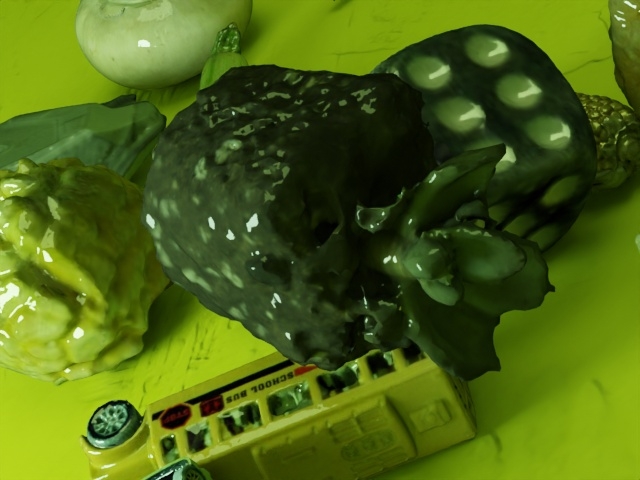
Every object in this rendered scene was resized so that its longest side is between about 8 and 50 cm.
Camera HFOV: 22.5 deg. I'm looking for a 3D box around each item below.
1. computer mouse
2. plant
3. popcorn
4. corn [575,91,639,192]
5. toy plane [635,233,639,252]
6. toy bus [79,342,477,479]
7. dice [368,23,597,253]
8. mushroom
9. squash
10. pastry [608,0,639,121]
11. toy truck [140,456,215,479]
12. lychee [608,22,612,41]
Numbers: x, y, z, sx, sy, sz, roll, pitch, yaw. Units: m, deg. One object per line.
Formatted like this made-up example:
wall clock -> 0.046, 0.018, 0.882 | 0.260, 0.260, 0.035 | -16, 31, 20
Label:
computer mouse -> -0.373, -0.046, 1.933 | 0.429, 0.145, 0.228 | -30, 22, -26
plant -> 0.024, -0.009, 1.283 | 0.213, 0.215, 0.312 | -40, 45, -25
popcorn -> -0.276, 0.034, 1.688 | 0.225, 0.249, 0.249 | -43, 19, 37
corn -> 0.217, -0.108, 1.610 | 0.091, 0.091, 0.260 | -8, 15, -39
toy plane -> 0.382, 0.019, 1.276 | 0.252, 0.118, 0.252 | -18, 35, 13
toy bus -> -0.037, 0.164, 1.389 | 0.335, 0.121, 0.123 | -23, 39, 7
dice -> 0.133, -0.075, 1.480 | 0.181, 0.183, 0.182 | -22, 61, -23
mushroom -> -0.216, -0.316, 2.143 | 0.246, 0.202, 0.246 | -13, 43, 12
squash -> -0.112, -0.178, 1.982 | 0.090, 0.075, 0.200 | -27, 49, 39
pastry -> 0.350, -0.161, 1.255 | 0.235, 0.257, 0.121 | -21, 26, 43
toy truck -> -0.097, 0.278, 1.274 | 0.085, 0.116, 0.191 | -33, 41, 24
lychee -> 0.446, -0.212, 1.425 | 0.320, 0.270, 0.270 | 38, 66, 19
